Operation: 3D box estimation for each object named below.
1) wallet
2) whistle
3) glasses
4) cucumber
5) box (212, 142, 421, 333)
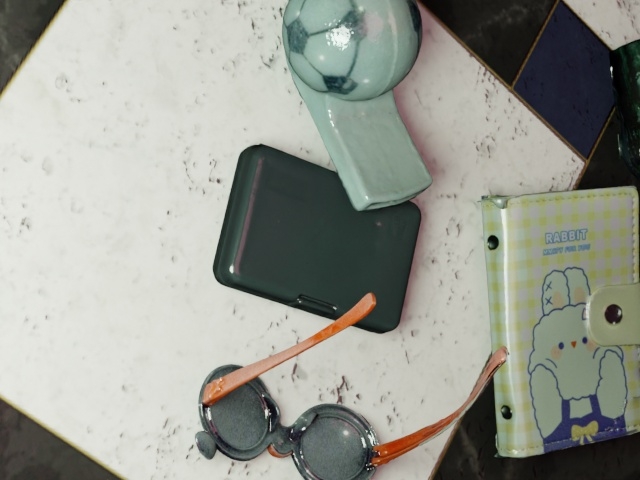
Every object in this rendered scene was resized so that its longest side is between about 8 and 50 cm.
[{"bbox_3d":[0.293,0.094,1.704,0.223,0.077,0.309,-5,91,-30],"label":"wallet"},{"bbox_3d":[0.048,-0.191,1.510,0.163,0.163,0.289,-18,76,-32],"label":"whistle"},{"bbox_3d":[0.029,0.166,1.424,0.234,0.268,0.118,25,55,-27],"label":"glasses"},{"bbox_3d":[0.413,-0.157,1.797,0.115,0.086,0.193,-23,101,-76],"label":"cucumber"},{"bbox_3d":[0.000,0.000,1.537,0.230,0.050,0.160,20,76,-30],"label":"box"}]
